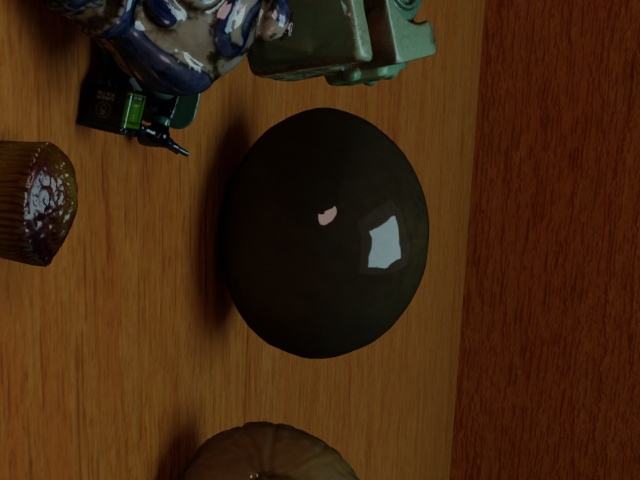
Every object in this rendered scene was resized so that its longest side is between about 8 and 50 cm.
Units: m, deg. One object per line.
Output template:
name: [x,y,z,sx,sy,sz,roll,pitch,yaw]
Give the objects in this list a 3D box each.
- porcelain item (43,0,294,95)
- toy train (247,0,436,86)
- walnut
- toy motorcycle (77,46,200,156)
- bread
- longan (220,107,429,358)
porcelain item: [-0.110,-0.247,1.161,0.186,0.138,0.288,27,64,-44]
toy train: [-0.006,-0.282,1.339,0.159,0.129,0.326,-22,104,-56]
walnut: [-0.047,0.287,1.587,0.228,0.228,0.228,7,90,-78]
toy motorcycle: [-0.132,-0.122,1.294,0.173,0.058,0.100,2,103,-76]
bread: [-0.189,-0.024,1.086,0.085,0.053,0.085,7,90,-78]
longan: [0.000,0.000,1.641,0.246,0.215,0.246,-60,-172,13]
